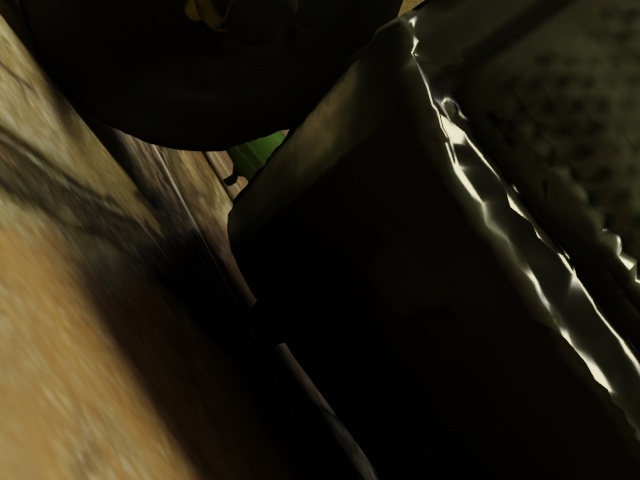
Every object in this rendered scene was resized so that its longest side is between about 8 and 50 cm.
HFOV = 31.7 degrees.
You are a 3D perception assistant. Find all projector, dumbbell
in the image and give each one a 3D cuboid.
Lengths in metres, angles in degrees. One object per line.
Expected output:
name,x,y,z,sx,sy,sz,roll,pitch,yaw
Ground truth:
projector,0.164,0.075,0.511,0.405,0.242,0.395,54,-14,-1
dumbbell,-0.080,-0.188,0.593,0.185,0.185,0.388,56,3,-37

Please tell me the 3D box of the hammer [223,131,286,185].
hammer,0.000,0.000,0.929,0.335,0.119,0.206,51,-1,24
